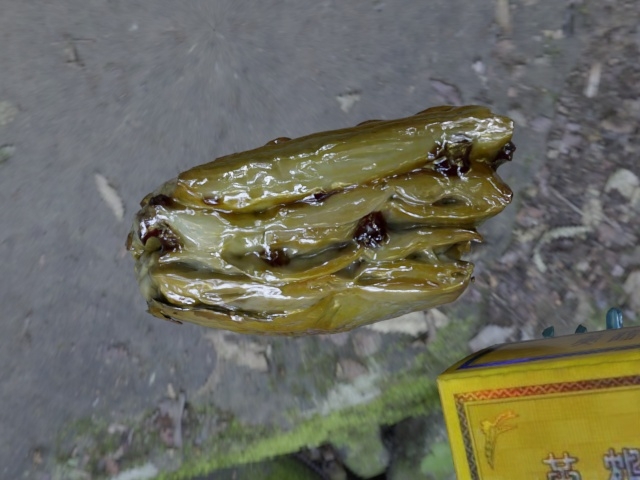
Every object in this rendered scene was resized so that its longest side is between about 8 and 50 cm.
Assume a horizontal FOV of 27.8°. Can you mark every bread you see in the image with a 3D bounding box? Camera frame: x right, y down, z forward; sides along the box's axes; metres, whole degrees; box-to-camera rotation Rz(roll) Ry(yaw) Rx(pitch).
[{"bbox_3d":[0.000,0.000,1.123,0.324,0.277,0.167,-15,86,-12],"label":"bread"}]

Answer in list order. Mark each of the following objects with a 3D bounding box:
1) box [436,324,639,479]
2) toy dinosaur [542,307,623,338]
[{"bbox_3d":[0.190,0.195,0.667,0.192,0.084,0.302,-11,94,32],"label":"box"},{"bbox_3d":[0.176,0.107,0.888,0.045,0.197,0.080,-11,124,38],"label":"toy dinosaur"}]
